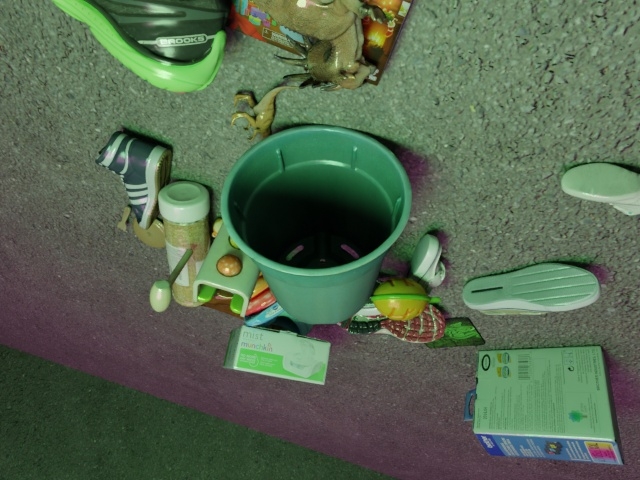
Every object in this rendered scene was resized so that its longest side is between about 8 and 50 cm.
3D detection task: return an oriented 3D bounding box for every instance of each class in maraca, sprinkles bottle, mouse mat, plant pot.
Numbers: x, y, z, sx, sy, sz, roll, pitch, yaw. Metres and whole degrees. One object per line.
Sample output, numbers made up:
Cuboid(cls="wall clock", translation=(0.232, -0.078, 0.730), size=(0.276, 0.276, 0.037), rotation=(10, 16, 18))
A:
Cuboid(cls="maraca", translation=(0.201, 0.138, 1.022), size=(0.185, 0.099, 0.127), rotation=(11, 167, -40))
Cuboid(cls="sprinkles bottle", translation=(-0.354, 0.019, 1.169), size=(0.121, 0.121, 0.355), rotation=(14, 129, 7))
Cuboid(cls="mouse mat", translation=(0.383, 0.283, 1.319), size=(0.189, 0.007, 0.152), rotation=(-16, 129, 35))
Cuboid(cls="plant pot", translation=(0.000, 0.000, 0.914), size=(0.341, 0.341, 0.334), rotation=(11, 149, 10))

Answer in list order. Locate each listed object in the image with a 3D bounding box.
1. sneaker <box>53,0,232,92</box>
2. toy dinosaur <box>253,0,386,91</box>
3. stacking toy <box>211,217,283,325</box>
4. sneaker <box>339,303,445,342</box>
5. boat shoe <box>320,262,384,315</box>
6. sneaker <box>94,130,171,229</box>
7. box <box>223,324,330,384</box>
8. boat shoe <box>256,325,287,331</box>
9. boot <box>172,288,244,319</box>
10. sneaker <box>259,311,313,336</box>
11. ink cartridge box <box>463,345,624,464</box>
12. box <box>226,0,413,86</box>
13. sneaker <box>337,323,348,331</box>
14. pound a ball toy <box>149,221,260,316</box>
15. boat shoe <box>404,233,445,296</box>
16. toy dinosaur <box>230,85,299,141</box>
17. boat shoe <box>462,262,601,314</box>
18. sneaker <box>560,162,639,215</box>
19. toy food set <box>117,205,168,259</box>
Cuboid(cls="sneaker", translation=(-0.337, -0.435, 0.655), size=(0.482, 0.185, 0.202), rotation=(35, 115, -9))
Cuboid(cls="toy dinosaur", translation=(-0.026, -0.323, 0.592), size=(0.295, 0.127, 0.200), rotation=(40, 144, -16))
Cuboid(cls="stacking toy", translation=(-0.198, 0.069, 1.185), size=(0.302, 0.175, 0.166), rotation=(59, 166, -4))
Cuboid(cls="sneaker", translation=(0.207, 0.224, 1.255), size=(0.299, 0.121, 0.112), rotation=(4, 168, 17))
Cuboid(cls="boat shoe", translation=(0.064, 0.112, 1.169), size=(0.306, 0.113, 0.105), rotation=(13, 138, 33))
Cuboid(cls="sneaker", translation=(-0.470, -0.150, 1.087), size=(0.153, 0.099, 0.282), rotation=(24, 137, -8))
Cuboid(cls="box", translation=(-0.133, 0.337, 1.283), size=(0.262, 0.127, 0.231), rotation=(16, 161, -16))
Cuboid(cls="boat shoe", translation=(-0.171, 0.318, 1.523), size=(0.103, 0.113, 0.302), rotation=(18, 151, -29))
Cuboid(cls="boot", translation=(-0.337, 0.170, 1.419), size=(0.280, 0.096, 0.264), rotation=(20, 137, -5))
Cuboid(cls="sneaker", translation=(-0.177, 0.182, 1.318), size=(0.366, 0.150, 0.135), rotation=(25, 140, -8))
Cuboid(cls="ink cartridge box", translation=(0.589, 0.451, 1.219), size=(0.395, 0.270, 0.151), rotation=(-12, 127, 33))
Cuboid(cls="box", translation=(-0.010, -0.381, 0.654), size=(0.293, 0.057, 0.201), rotation=(21, 141, -1))
Cuboid(cls="sneaker", translation=(0.075, 0.262, 1.404), size=(0.043, 0.040, 0.109), rotation=(-5, 134, 51))
Cuboid(cls="pound a ball toy", translation=(-0.235, 0.031, 1.017), size=(0.208, 0.319, 0.136), rotation=(18, 138, -3))
Cuboid(cls="boat shoe", translation=(0.263, 0.072, 1.063), size=(0.084, 0.095, 0.258), rotation=(11, 151, 3))
Cuboid(cls="toy dinosaur", translation=(-0.115, -0.257, 0.858), size=(0.112, 0.064, 0.211), rotation=(8, 153, -14))
Cuboid(cls="boat shoe", translation=(0.491, 0.122, 1.024), size=(0.302, 0.109, 0.094), rotation=(-10, 149, 44))
Cuboid(cls="sneaker", translation=(0.539, -0.080, 0.774), size=(0.212, 0.080, 0.094), rotation=(5, 151, 15))
Cuboid(cls="toy food set", translation=(-0.503, -0.029, 1.303), size=(0.192, 0.038, 0.132), rotation=(35, 132, -10))
